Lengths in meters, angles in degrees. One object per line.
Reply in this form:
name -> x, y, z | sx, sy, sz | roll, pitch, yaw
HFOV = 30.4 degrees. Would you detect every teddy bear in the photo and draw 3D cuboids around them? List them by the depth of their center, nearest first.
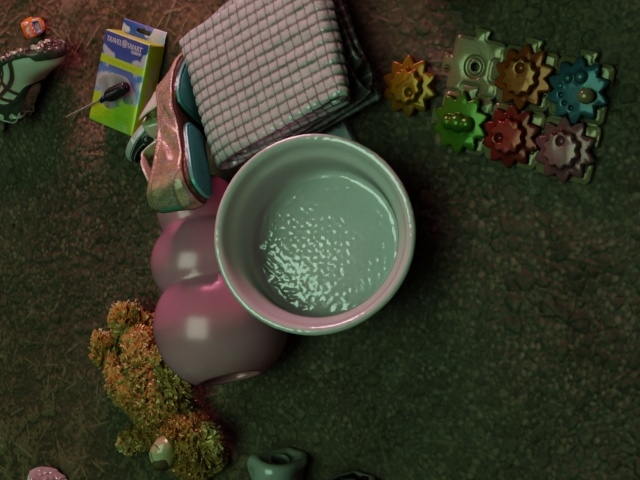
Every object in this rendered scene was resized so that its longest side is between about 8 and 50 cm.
teddy bear -> -0.285, 0.259, 1.953 | 0.245, 0.113, 0.338 | -29, 77, 36

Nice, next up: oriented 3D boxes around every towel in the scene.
towel -> -0.059, -0.255, 1.731 | 0.284, 0.121, 0.235 | -26, 71, 34

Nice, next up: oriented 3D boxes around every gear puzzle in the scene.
gear puzzle -> 0.224, -0.195, 1.591 | 0.339, 0.044, 0.175 | 19, 105, 33

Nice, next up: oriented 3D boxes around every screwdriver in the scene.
screwdriver -> -0.376, -0.229, 1.978 | 0.170, 0.024, 0.025 | -23, 111, 42

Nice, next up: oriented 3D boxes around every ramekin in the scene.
ramekin -> 0.000, 0.000, 1.655 | 0.277, 0.135, 0.277 | -1, 81, 9

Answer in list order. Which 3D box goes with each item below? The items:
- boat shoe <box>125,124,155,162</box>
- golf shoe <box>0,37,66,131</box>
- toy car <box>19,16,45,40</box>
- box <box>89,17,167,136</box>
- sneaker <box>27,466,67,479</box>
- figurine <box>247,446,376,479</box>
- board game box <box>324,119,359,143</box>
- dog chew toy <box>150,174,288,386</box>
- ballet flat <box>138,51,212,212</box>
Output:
boat shoe -> -0.272, -0.176, 1.941 | 0.040, 0.049, 0.142 | 50, 117, 20
golf shoe -> -0.530, -0.279, 2.097 | 0.273, 0.105, 0.120 | -16, 101, 41
toy car -> -0.520, -0.416, 2.090 | 0.040, 0.060, 0.122 | -16, 92, 3
box -> -0.322, -0.274, 1.971 | 0.109, 0.042, 0.178 | 23, 108, 31
sneaker -> -0.473, 0.520, 2.129 | 0.235, 0.090, 0.095 | 56, 131, 19
figurine -> -0.021, 0.445, 1.803 | 0.215, 0.092, 0.209 | 13, 106, 35
board game box -> 0.017, -0.132, 1.757 | 0.090, 0.020, 0.090 | -34, 75, 32
dog chew toy -> -0.167, 0.050, 1.805 | 0.207, 0.207, 0.331 | -21, 74, 35
ballet flat -> -0.227, -0.167, 1.794 | 0.106, 0.107, 0.316 | -22, 43, 20
